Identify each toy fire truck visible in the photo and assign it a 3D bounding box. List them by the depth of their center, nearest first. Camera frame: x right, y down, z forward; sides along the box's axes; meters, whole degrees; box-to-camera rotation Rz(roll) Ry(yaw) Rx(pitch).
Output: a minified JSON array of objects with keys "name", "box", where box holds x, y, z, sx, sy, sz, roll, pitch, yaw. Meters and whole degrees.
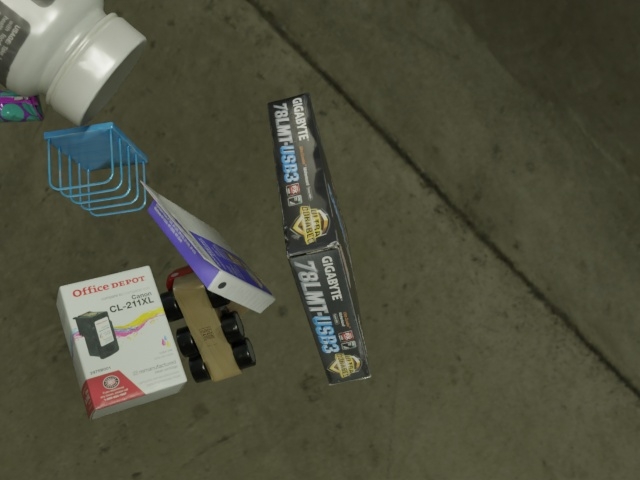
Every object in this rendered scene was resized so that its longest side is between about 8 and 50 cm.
[{"name":"toy fire truck","box":[-0.195,0.121,1.473,0.246,0.158,0.217,-103,174,-66]}]

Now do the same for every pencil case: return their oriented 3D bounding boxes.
[{"name":"pencil case","box":[-0.566,-0.238,1.318,0.151,0.070,0.065,-4,77,-9]}]

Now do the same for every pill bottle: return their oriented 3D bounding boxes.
[{"name":"pill bottle","box":[-0.453,-0.343,1.101,0.361,0.204,0.204,38,52,-12]}]

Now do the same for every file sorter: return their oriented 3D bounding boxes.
[{"name":"file sorter","box":[-0.379,-0.117,1.292,0.118,0.170,0.105,-8,75,5]}]

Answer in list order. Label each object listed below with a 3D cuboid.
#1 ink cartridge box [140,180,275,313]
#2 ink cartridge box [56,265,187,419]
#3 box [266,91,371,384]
[{"name":"ink cartridge box","box":[-0.189,0.014,1.196,0.206,0.045,0.208,45,3,34]},{"name":"ink cartridge box","box":[-0.273,0.136,1.023,0.127,0.072,0.175,-14,72,-26]},{"name":"box","box":[0.000,0.000,1.048,0.073,0.296,0.293,-14,47,3]}]
